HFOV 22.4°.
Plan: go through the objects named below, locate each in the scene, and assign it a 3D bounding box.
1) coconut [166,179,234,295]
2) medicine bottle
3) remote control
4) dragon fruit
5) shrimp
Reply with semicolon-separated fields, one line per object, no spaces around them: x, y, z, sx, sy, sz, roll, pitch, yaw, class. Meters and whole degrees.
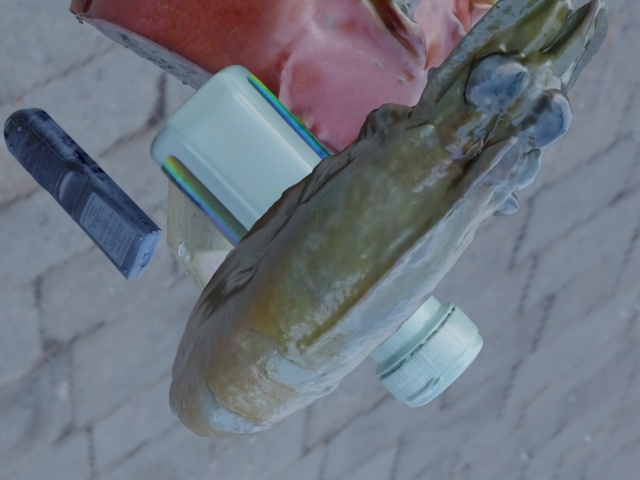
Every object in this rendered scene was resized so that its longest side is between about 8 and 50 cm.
-0.045;-0.051;1.488;0.197;0.237;0.237;-2;141;-16;coconut
0.000;0.000;0.980;0.083;0.229;0.121;-45;-178;-5;medicine bottle
-0.166;-0.036;1.097;0.027;0.152;0.043;-8;135;-55;remote control
-0.006;-0.188;1.182;0.226;0.305;0.305;-59;154;2;dragon fruit
0.024;-0.019;0.755;0.317;0.077;0.168;-43;-157;34;shrimp
